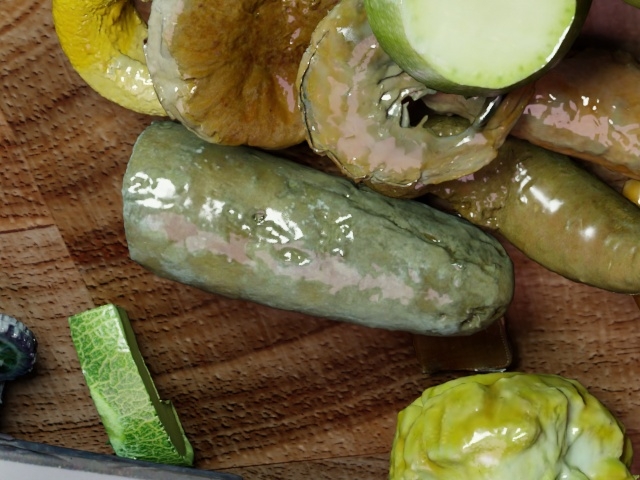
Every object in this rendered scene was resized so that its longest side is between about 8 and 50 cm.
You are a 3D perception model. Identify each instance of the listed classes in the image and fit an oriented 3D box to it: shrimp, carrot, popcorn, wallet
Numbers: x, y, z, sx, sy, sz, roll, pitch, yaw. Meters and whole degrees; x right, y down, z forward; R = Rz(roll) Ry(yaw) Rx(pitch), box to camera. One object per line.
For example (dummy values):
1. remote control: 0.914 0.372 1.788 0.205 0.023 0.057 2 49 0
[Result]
1. shrimp: 0.094 -0.141 1.341 0.253 0.058 0.173 -39 98 11
2. carrot: 0.167 -0.113 1.397 0.263 0.102 0.102 14 132 -2
3. popcorn: 0.168 0.205 1.615 0.221 0.184 0.204 13 152 -22
4. wallet: 0.110 0.047 1.593 0.095 0.026 0.176 -7 127 21

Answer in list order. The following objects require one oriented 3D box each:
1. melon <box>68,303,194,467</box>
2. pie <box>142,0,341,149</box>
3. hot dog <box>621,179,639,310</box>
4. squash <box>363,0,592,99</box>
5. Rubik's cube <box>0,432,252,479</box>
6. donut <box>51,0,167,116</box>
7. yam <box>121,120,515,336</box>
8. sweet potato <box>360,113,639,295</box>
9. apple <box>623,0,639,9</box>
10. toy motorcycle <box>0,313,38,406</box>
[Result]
1. melon: -0.177 0.143 1.674 0.064 0.118 0.209 -18 115 3
2. pie: -0.041 -0.150 1.372 0.195 0.046 0.195 -14 125 -21
3. hot dog: 0.312 0.041 1.527 0.100 0.068 0.249 -13 128 18
4. squash: 0.112 -0.174 1.250 0.170 0.123 0.170 0 103 0
5. Rubik's cube: -0.248 0.363 1.669 0.310 0.305 0.307 10 159 -19
6. donut: -0.133 -0.171 1.413 0.162 0.065 0.178 -21 126 25
7. yam: 0.000 0.000 1.496 0.330 0.133 0.133 15 132 -2
8. sweet potato: 0.173 -0.030 1.447 0.310 0.124 0.098 25 106 15
9. apple: 0.269 -0.272 1.135 0.292 0.254 0.292 6 136 6
10. toy motorcycle: -0.368 0.144 1.707 0.159 0.106 0.270 17 136 -13
